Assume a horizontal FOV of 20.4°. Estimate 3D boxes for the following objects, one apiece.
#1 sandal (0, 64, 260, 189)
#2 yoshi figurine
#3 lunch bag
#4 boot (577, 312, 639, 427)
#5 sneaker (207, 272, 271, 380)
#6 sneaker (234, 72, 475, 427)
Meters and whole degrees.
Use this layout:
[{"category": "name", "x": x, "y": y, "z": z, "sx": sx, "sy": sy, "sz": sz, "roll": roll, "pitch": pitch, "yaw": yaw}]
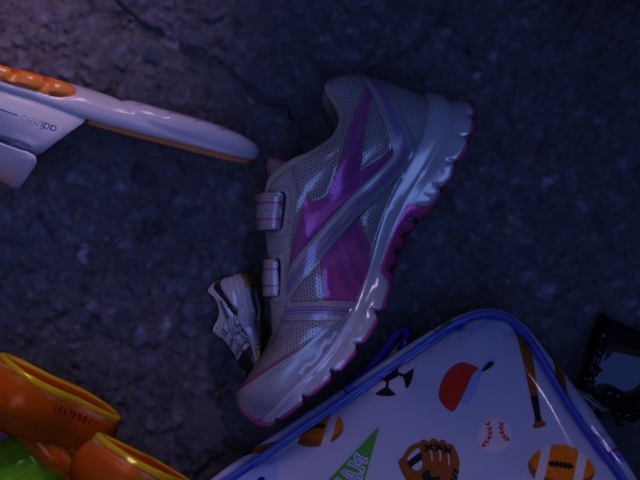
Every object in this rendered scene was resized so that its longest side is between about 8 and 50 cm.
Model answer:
[{"category": "sandal", "x": -0.173, "y": -0.066, "z": 1.150, "sx": 0.265, "sy": 0.102, "sz": 0.076, "roll": 15, "pitch": 92, "yaw": -6}, {"category": "yoshi figurine", "x": -0.246, "y": 0.252, "z": 1.080, "sx": 0.203, "sy": 0.203, "sz": 0.362, "roll": 33, "pitch": 91, "yaw": -7}, {"category": "lunch bag", "x": 0.064, "y": 0.194, "z": 1.148, "sx": 0.303, "sy": 0.115, "sz": 0.243, "roll": -33, "pitch": 62, "yaw": 0}, {"category": "boot", "x": 0.233, "y": 0.073, "z": 1.210, "sx": 0.099, "sy": 0.045, "sz": 0.121, "roll": 16, "pitch": 93, "yaw": 2}, {"category": "sneaker", "x": -0.055, "y": 0.064, "z": 1.206, "sx": 0.037, "sy": 0.032, "sz": 0.083, "roll": -9, "pitch": 94, "yaw": 15}, {"category": "sneaker", "x": 0.000, "y": 0.000, "z": 1.167, "sx": 0.111, "sy": 0.103, "sz": 0.252, "roll": 28, "pitch": 82, "yaw": -1}]
